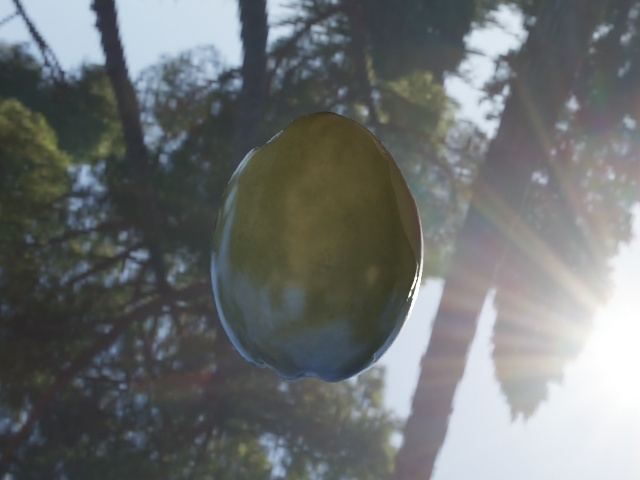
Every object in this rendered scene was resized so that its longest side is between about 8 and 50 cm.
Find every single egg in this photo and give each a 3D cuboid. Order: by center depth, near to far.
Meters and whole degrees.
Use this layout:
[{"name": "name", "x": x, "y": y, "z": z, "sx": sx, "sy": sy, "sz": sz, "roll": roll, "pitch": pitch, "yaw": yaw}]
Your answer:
[{"name": "egg", "x": 0.000, "y": 0.000, "z": 1.025, "sx": 0.183, "sy": 0.217, "sz": 0.183, "roll": 11, "pitch": -163, "yaw": -3}]
